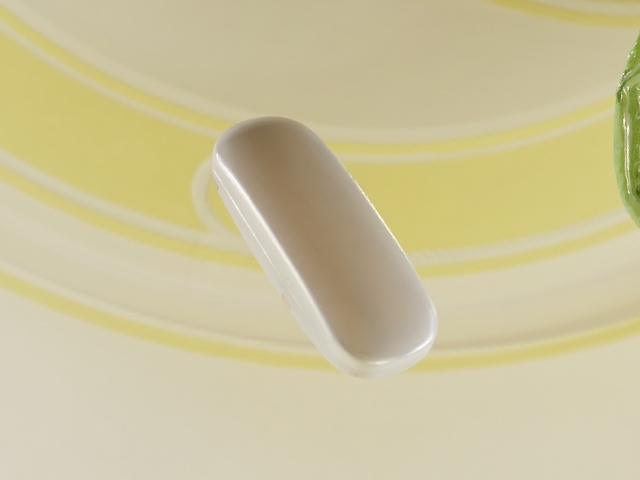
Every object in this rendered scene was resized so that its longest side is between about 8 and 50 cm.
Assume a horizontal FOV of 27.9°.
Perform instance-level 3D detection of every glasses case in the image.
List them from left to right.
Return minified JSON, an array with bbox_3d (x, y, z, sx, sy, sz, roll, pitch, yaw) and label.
[{"bbox_3d":[0.000,0.000,0.660,0.063,0.041,0.164,-18,-121,-29],"label":"glasses case"}]

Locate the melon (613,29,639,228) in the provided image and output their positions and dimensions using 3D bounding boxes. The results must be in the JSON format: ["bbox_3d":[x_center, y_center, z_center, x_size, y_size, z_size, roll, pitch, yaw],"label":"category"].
[{"bbox_3d":[0.191,-0.085,0.442,0.209,0.118,0.064,-17,-154,30],"label":"melon"}]
